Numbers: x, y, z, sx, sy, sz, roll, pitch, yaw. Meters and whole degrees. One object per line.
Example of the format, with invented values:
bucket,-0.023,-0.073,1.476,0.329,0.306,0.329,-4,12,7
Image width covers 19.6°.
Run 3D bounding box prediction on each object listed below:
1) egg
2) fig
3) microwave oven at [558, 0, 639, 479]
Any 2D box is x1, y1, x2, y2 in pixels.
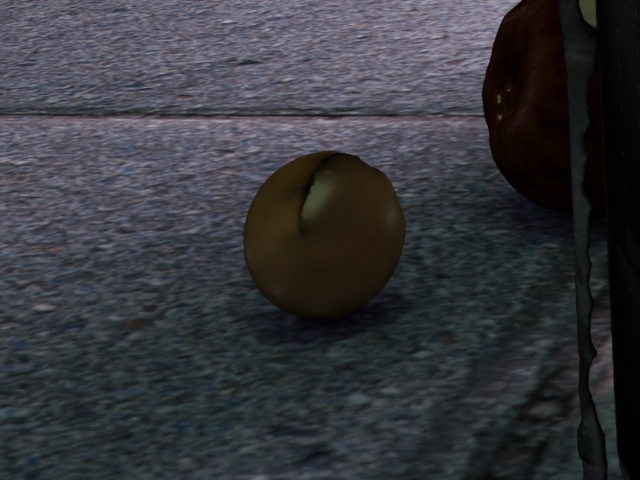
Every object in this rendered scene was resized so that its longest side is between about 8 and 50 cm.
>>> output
egg,0.000,0.000,0.816,0.071,0.071,0.083,3,31,25
fig,0.150,-0.071,0.924,0.150,0.128,0.128,9,21,22
microwave oven,0.258,0.017,0.412,0.374,0.236,0.432,-4,18,-2
